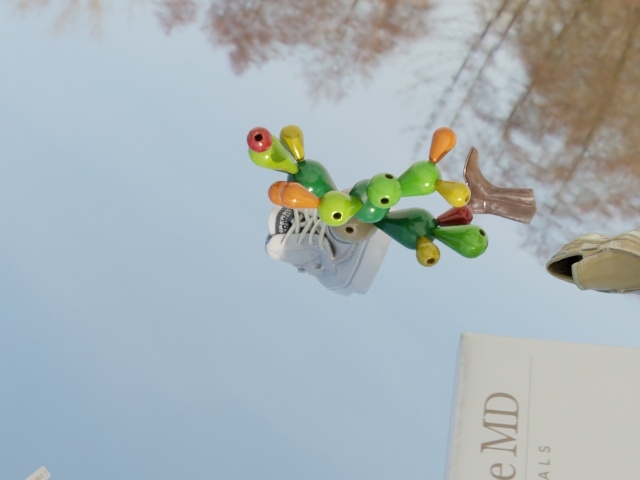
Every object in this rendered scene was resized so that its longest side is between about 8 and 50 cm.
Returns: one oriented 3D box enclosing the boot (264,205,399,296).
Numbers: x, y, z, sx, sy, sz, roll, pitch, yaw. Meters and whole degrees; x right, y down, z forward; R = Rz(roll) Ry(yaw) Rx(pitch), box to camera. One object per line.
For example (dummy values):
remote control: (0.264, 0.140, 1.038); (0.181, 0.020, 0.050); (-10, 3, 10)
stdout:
boot: (0.000, 0.000, 1.289); (0.123, 0.095, 0.258); (23, 165, -5)

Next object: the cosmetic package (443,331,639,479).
cosmetic package: (0.287, 0.313, 0.949); (0.393, 0.327, 0.329); (5, -139, 8)

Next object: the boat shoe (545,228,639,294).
boat shoe: (0.297, 0.031, 1.240); (0.072, 0.068, 0.190); (-21, -176, -15)

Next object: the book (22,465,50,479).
book: (-0.432, 0.364, 1.650); (0.035, 0.096, 0.144); (52, -179, 0)

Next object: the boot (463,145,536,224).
boot: (0.267, -0.081, 1.751); (0.114, 0.106, 0.037); (11, -154, 23)

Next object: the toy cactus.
toy cactus: (0.035, -0.040, 1.028); (0.219, 0.112, 0.180); (13, 168, -6)
